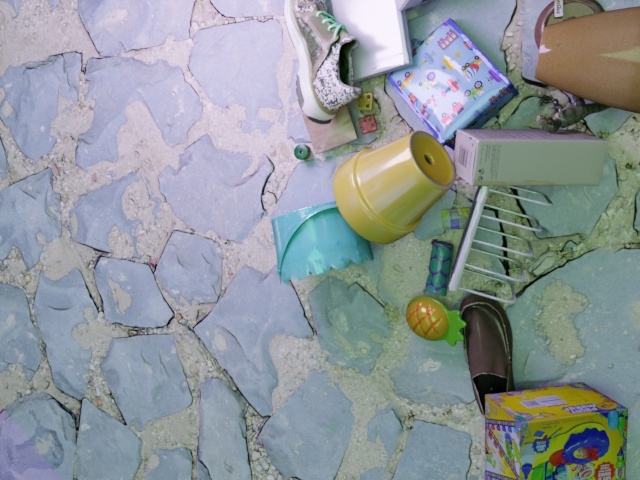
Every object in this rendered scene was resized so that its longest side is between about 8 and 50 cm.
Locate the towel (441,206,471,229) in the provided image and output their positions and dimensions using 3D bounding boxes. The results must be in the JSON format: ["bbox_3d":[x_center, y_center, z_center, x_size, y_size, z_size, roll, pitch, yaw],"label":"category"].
[{"bbox_3d":[0.378,-0.060,1.557,0.083,0.009,0.060,-3,98,19],"label":"towel"}]

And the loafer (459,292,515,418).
[{"bbox_3d":[0.460,0.322,1.522,0.134,0.130,0.365,-13,94,20],"label":"loafer"}]

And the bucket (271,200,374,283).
[{"bbox_3d":[0.000,0.000,1.564,0.281,0.281,0.183,-16,89,20],"label":"bucket"}]

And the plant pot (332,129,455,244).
[{"bbox_3d":[0.200,-0.150,1.437,0.239,0.254,0.254,-35,86,43],"label":"plant pot"}]

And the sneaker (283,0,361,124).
[{"bbox_3d":[0.030,-0.526,1.494,0.182,0.158,0.410,-11,88,38],"label":"sneaker"}]

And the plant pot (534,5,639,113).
[{"bbox_3d":[0.636,-0.424,1.297,0.254,0.237,0.237,11,102,19],"label":"plant pot"}]

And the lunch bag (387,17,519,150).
[{"bbox_3d":[0.325,-0.420,1.469,0.221,0.138,0.293,-42,75,22],"label":"lunch bag"}]

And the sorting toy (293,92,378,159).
[{"bbox_3d":[0.039,-0.333,1.611,0.275,0.046,0.132,-18,92,21],"label":"sorting toy"}]

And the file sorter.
[{"bbox_3d":[0.452,-0.002,1.437,0.173,0.193,0.277,17,107,11],"label":"file sorter"}]

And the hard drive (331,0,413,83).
[{"bbox_3d":[0.130,-0.598,1.512,0.203,0.040,0.307,-7,94,35],"label":"hard drive"}]

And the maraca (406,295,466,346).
[{"bbox_3d":[0.316,0.222,1.561,0.186,0.099,0.127,18,114,39],"label":"maraca"}]

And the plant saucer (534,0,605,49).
[{"bbox_3d":[0.619,-0.525,1.395,0.169,0.029,0.168,3,98,19],"label":"plant saucer"}]

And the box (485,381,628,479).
[{"bbox_3d":[0.588,0.537,1.428,0.290,0.177,0.279,-4,99,-11],"label":"box"}]

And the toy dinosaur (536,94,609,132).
[{"bbox_3d":[0.619,-0.334,1.386,0.268,0.064,0.118,-21,57,-12],"label":"toy dinosaur"}]

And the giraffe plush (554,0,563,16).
[{"bbox_3d":[0.539,-0.653,1.311,0.181,0.170,0.210,-18,82,21],"label":"giraffe plush"}]

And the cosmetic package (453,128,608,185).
[{"bbox_3d":[0.493,-0.202,1.354,0.310,0.160,0.113,1,110,-4],"label":"cosmetic package"}]

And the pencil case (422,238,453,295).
[{"bbox_3d":[0.327,0.076,1.565,0.065,0.070,0.151,3,100,-21],"label":"pencil case"}]

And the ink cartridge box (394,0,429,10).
[{"bbox_3d":[0.271,-0.689,1.406,0.212,0.093,0.154,-24,91,-13],"label":"ink cartridge box"}]
